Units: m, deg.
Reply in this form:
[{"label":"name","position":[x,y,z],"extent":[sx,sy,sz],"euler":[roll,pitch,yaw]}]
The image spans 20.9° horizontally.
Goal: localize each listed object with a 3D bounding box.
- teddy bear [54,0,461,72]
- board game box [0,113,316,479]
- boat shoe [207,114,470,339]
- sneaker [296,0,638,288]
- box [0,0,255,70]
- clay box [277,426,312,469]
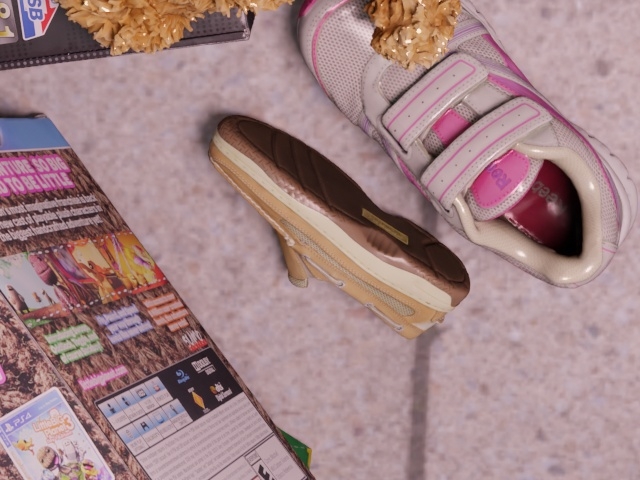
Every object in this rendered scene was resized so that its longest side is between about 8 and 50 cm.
[{"label":"teddy bear","position":[-0.007,-0.200,0.910],"extent":[0.338,0.113,0.245],"euler":[1,113,9]},{"label":"board game box","position":[-0.165,0.084,0.985],"extent":[0.141,0.232,0.291],"euler":[-38,85,13]},{"label":"boat shoe","position":[0.000,0.000,1.080],"extent":[0.190,0.068,0.072],"euler":[37,117,-10]},{"label":"sneaker","position":[0.093,-0.065,1.027],"extent":[0.252,0.111,0.103],"euler":[37,106,-10]},{"label":"box","position":[-0.163,-0.239,1.005],"extent":[0.216,0.060,0.270],"euler":[-6,108,4]},{"label":"clay box","position":[-0.120,0.196,1.153],"extent":[0.127,0.053,0.222],"euler":[33,106,-8]}]
